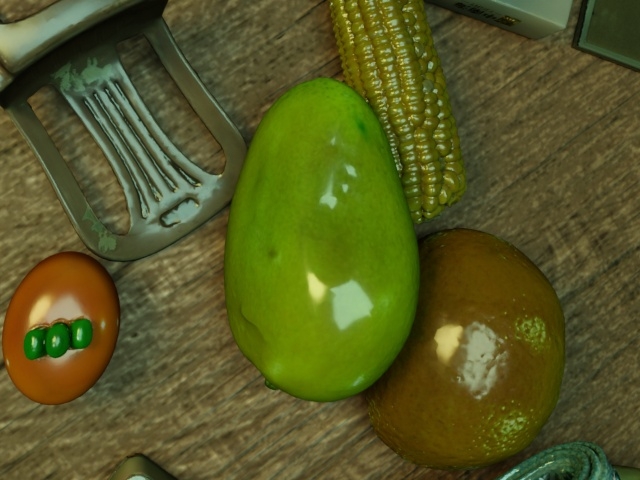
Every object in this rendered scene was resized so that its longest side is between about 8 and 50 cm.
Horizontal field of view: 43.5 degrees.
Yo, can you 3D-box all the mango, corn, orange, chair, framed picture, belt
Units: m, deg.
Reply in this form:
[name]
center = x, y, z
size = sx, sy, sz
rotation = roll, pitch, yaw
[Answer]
[mango]
center = -0.005, 0.005, 0.710
size = 0.149, 0.185, 0.273
rotation = 2, 74, -37
[corn]
center = 0.065, -0.165, 0.762
size = 0.102, 0.102, 0.313
rotation = -18, 95, -15
[orange]
center = 0.143, 0.108, 0.763
size = 0.179, 0.158, 0.237
rotation = 13, 89, -14
[chair]
center = -0.187, -0.141, 0.649
size = 0.175, 0.183, 0.326
rotation = -35, 100, -11
[framed picture]
center = 0.387, -0.305, 0.893
size = 0.184, 0.016, 0.250
rotation = 14, 88, -16
[belt]
center = 0.135, 0.274, 0.750
size = 0.302, 0.087, 0.072
rotation = -26, 114, 17

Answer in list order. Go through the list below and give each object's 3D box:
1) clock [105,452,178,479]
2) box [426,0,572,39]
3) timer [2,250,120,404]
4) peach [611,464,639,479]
[clock]
center = -0.142, 0.311, 0.734
size = 0.192, 0.071, 0.147
rotation = 41, 82, -13
[box]
center = 0.196, -0.344, 0.809
size = 0.155, 0.067, 0.243
rotation = 13, 88, -15
[timer]
center = -0.217, 0.076, 0.680
size = 0.099, 0.136, 0.136
rotation = 1, 92, -22
[peach]
center = 0.296, 0.348, 0.802
size = 0.214, 0.214, 0.235
rotation = -3, 111, -16
